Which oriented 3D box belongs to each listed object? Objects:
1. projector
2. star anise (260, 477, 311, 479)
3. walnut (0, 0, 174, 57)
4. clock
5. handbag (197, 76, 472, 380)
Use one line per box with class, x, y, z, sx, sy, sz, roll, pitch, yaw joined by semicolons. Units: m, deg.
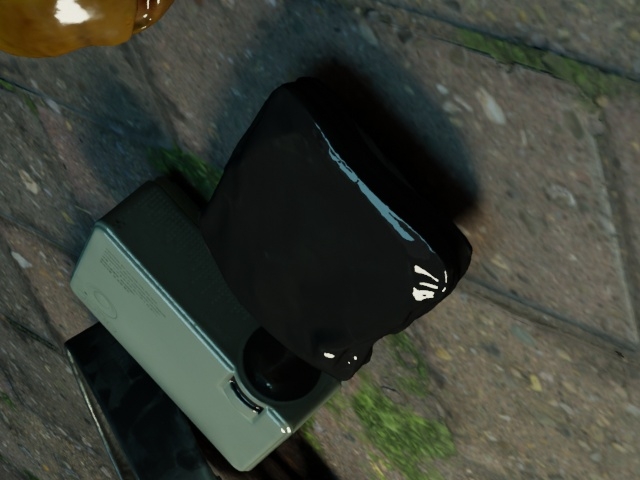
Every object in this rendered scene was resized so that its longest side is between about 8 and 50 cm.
projector;-0.104;0.077;1.529;0.256;0.099;0.192;47;156;4
star anise;0.030;0.387;1.735;0.332;0.117;0.331;38;155;22
walnut;-0.178;-0.271;1.026;0.209;0.209;0.336;27;138;38
clock;-0.163;0.260;1.757;0.386;0.076;0.386;59;167;23
handbag;0.000;0.001;1.278;0.191;0.075;0.332;47;156;3
